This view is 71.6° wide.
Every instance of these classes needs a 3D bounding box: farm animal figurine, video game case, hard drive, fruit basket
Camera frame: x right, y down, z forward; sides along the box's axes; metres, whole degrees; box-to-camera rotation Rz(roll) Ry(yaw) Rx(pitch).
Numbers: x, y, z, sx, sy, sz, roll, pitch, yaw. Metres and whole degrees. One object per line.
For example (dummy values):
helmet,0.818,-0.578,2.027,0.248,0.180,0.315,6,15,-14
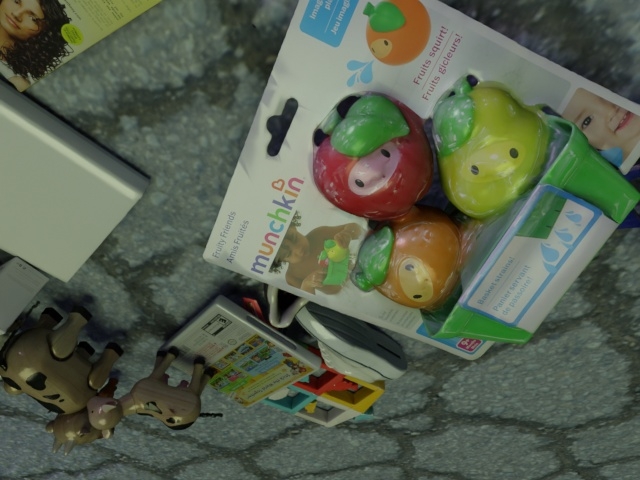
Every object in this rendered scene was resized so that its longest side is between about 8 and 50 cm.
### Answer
farm animal figurine,-0.382,0.249,0.730,0.331,0.172,0.326,-20,123,29
video game case,-0.146,0.201,0.764,0.206,0.026,0.227,37,128,-18
hard drive,-0.428,-0.103,0.547,0.353,0.047,0.233,37,123,-25
fruit basket,0.097,-0.042,0.439,0.354,0.165,0.326,21,113,-15

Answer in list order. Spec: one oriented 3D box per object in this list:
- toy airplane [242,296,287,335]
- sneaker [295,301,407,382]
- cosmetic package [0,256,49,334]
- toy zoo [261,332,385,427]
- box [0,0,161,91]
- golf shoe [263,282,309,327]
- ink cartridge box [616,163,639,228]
toy airplane,-0.128,0.146,0.751,0.152,0.028,0.151,5,127,7
sneaker,0.037,0.175,0.731,0.091,0.094,0.258,-36,121,24
cosmetic package,-0.519,0.104,0.669,0.239,0.098,0.060,-19,128,32
toy zoo,-0.011,0.291,0.875,0.294,0.030,0.192,28,127,-19
box,-0.225,-0.234,0.416,0.233,0.058,0.087,-21,126,19
golf shoe,0.000,0.000,0.568,0.105,0.120,0.272,18,128,-10
ink cartridge box,0.494,-0.025,0.405,0.151,0.396,0.270,-45,123,-11
